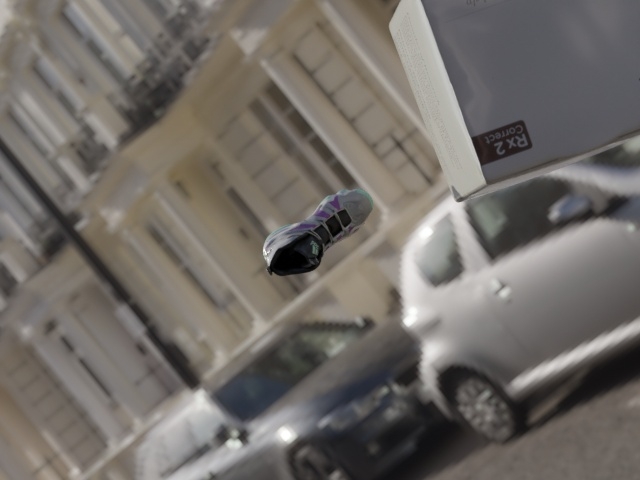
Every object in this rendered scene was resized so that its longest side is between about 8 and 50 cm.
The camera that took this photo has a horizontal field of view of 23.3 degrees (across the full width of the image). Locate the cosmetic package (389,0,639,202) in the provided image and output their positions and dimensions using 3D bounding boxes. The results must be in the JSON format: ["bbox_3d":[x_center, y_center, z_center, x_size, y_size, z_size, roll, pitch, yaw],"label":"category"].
[{"bbox_3d":[0.149,-0.125,1.104,0.151,0.151,0.183,-20,-2,-4],"label":"cosmetic package"}]

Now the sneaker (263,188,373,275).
[{"bbox_3d":[0.000,0.000,1.210,0.098,0.038,0.069,-34,17,10],"label":"sneaker"}]
